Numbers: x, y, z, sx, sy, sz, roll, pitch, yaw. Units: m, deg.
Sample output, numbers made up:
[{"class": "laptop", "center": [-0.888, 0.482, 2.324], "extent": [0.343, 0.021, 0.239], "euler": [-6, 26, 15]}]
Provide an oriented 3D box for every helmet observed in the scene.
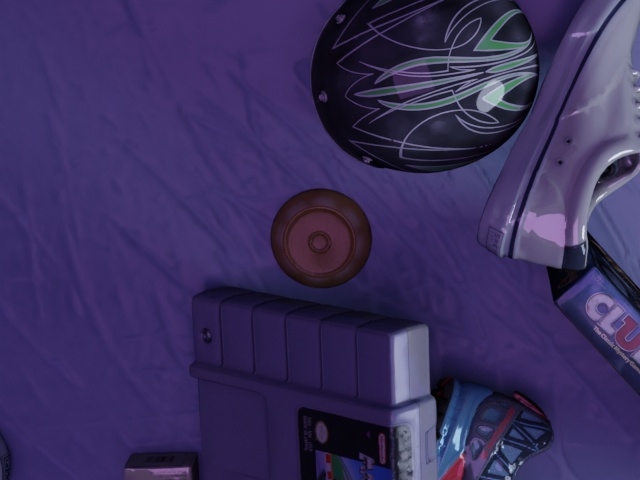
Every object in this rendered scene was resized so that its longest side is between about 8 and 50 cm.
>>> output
[{"class": "helmet", "center": [0.079, -0.127, 1.305], "extent": [0.169, 0.161, 0.169], "euler": [1, 101, 5]}]

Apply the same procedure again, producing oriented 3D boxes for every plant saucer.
[{"class": "plant saucer", "center": [0.000, 0.000, 1.413], "extent": [0.083, 0.015, 0.083], "euler": [1, 102, 4]}]

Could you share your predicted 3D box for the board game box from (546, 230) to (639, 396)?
[{"class": "board game box", "center": [0.270, 0.103, 1.336], "extent": [0.042, 0.165, 0.243], "euler": [-42, 96, 11]}]

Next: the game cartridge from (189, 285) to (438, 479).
[{"class": "game cartridge", "center": [-0.005, 0.225, 1.375], "extent": [0.230, 0.068, 0.355], "euler": [10, 106, 47]}]

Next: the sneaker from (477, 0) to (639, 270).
[{"class": "sneaker", "center": [0.206, -0.088, 1.300], "extent": [0.091, 0.094, 0.258], "euler": [22, 73, 12]}]

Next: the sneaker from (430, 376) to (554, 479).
[{"class": "sneaker", "center": [0.124, 0.248, 1.410], "extent": [0.125, 0.104, 0.261], "euler": [12, 103, -1]}]

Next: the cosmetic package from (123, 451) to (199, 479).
[{"class": "cosmetic package", "center": [-0.130, 0.238, 1.460], "extent": [0.060, 0.041, 0.115], "euler": [-3, 101, 5]}]

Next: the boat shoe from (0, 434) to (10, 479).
[{"class": "boat shoe", "center": [-0.443, 0.160, 1.411], "extent": [0.367, 0.156, 0.135], "euler": [23, 102, -1]}]
